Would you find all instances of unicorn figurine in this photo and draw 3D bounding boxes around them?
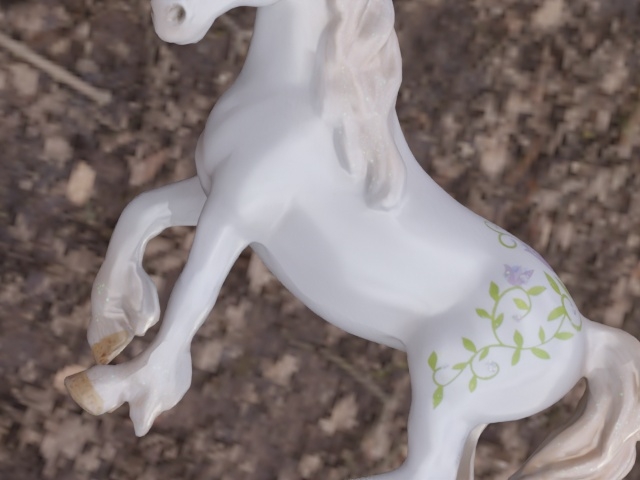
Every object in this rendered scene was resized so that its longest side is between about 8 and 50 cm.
[{"bbox_3d":[0.000,0.000,0.339,0.162,0.060,0.111,37,100,-14],"label":"unicorn figurine"}]
